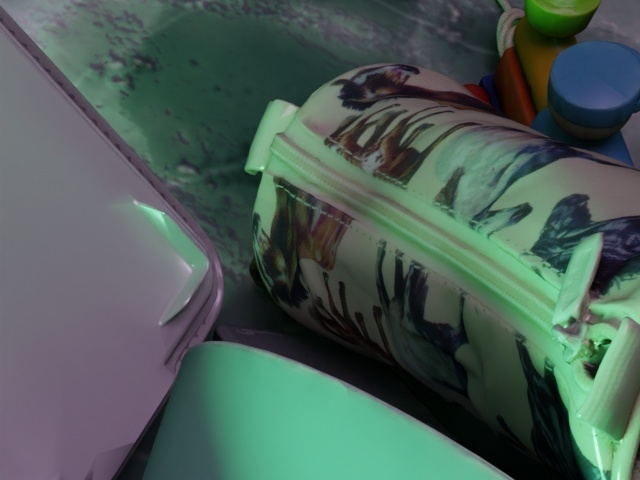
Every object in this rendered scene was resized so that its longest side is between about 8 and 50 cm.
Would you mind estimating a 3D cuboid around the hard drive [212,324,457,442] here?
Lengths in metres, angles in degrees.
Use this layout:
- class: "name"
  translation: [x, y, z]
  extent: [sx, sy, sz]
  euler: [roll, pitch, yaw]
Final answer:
- class: "hard drive"
  translation: [0.003, 0.081, 0.981]
  extent: [0.094, 0.022, 0.135]
  euler: [8, 14, -21]

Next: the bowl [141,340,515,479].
- class: "bowl"
  translation: [0.022, 0.199, 0.804]
  extent: [0.312, 0.311, 0.163]
  euler: [33, 72, 11]

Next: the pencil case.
- class: "pencil case"
  translation: [0.102, 0.023, 0.870]
  extent: [0.183, 0.410, 0.160]
  euler: [38, 87, -28]

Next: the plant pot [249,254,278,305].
- class: "plant pot"
  translation: [0.000, 0.000, 1.068]
  extent: [0.083, 0.083, 0.079]
  euler: [31, 65, 10]

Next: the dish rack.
- class: "dish rack"
  translation: [-0.193, 0.000, 0.910]
  extent: [0.333, 0.072, 0.285]
  euler: [49, 48, -21]

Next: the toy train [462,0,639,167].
- class: "toy train"
  translation: [0.137, -0.117, 1.134]
  extent: [0.105, 0.143, 0.248]
  euler: [-6, 51, -8]
